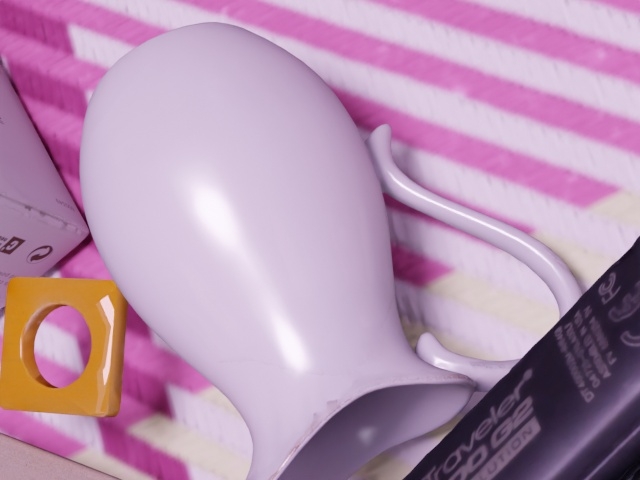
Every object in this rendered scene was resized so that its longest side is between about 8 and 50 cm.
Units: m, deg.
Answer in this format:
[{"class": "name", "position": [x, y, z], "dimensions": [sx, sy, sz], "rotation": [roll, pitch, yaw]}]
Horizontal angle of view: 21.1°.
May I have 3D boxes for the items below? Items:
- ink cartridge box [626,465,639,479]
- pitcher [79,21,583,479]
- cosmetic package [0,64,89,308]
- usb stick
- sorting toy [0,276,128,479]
[{"class": "ink cartridge box", "position": [0.161, 0.100, 0.595], "dimensions": [0.208, 0.045, 0.206], "rotation": [-54, 17, 7]}, {"class": "pitcher", "position": [0.000, 0.000, 0.748], "dimensions": [0.178, 0.125, 0.207], "rotation": [-23, 65, -12]}, {"class": "cosmetic package", "position": [-0.324, 0.021, 0.890], "dimensions": [0.365, 0.155, 0.197], "rotation": [-39, 63, 13]}, {"class": "usb stick", "position": [0.061, 0.109, 0.683], "dimensions": [0.278, 0.045, 0.077], "rotation": [-50, 27, 22]}, {"class": "sorting toy", "position": [-0.124, 0.189, 0.792], "dimensions": [0.196, 0.047, 0.347], "rotation": [15, 91, 29]}]
